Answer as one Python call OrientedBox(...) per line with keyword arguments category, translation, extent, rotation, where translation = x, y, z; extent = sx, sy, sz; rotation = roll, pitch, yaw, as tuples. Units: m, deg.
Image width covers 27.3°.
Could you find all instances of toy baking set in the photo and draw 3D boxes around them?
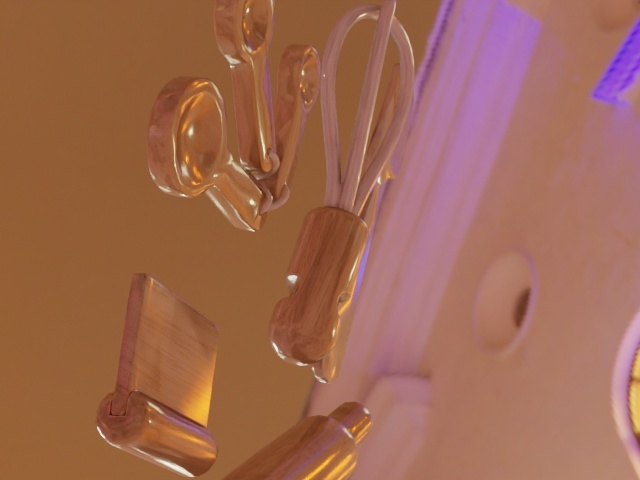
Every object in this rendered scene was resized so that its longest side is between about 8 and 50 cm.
OrientedBox(category="toy baking set", translation=(-0.001, 0.007, 0.475), extent=(0.030, 0.256, 0.197), rotation=(9, -82, 21))
